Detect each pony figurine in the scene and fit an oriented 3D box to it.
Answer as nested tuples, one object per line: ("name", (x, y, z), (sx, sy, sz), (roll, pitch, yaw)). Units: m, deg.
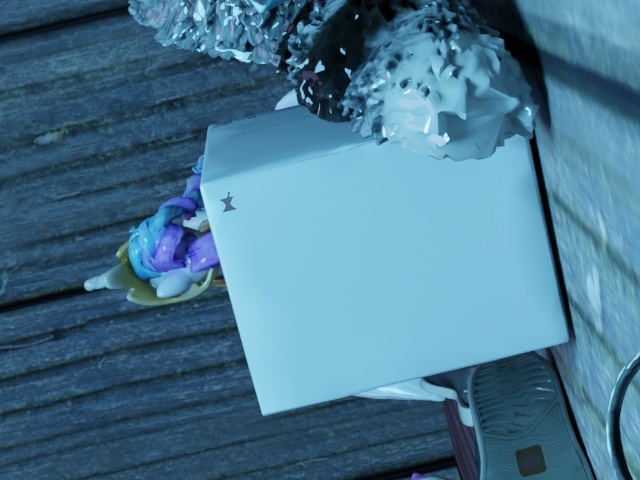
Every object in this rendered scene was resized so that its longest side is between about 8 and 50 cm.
("pony figurine", (0.000, 0.000, 1.667), (0.363, 0.351, 0.303), (-14, -85, -71))

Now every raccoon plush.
("raccoon plush", (0.027, -0.258, 1.079), (0.446, 0.216, 0.299), (30, 125, 50))

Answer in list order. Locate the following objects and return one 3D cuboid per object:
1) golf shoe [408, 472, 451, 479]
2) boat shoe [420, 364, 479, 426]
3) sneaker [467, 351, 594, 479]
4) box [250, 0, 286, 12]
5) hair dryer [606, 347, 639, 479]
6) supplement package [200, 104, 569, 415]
("golf shoe", (0.120, 0.289, 1.246), (0.306, 0.115, 0.140), (45, -165, -39))
("boat shoe", (0.124, 0.091, 1.423), (0.228, 0.081, 0.069), (-143, 43, -80))
("sneaker", (0.147, 0.187, 1.167), (0.222, 0.083, 0.118), (-88, -17, -48))
("box", (0.006, -0.171, 0.521), (0.100, 0.060, 0.244), (55, 156, 9))
("hair dryer", (0.139, 0.206, 0.673), (0.223, 0.080, 0.293), (77, 180, -46))
("supplement package", (0.036, -0.009, 1.132), (0.203, 0.194, 0.149), (-98, -6, -76))
